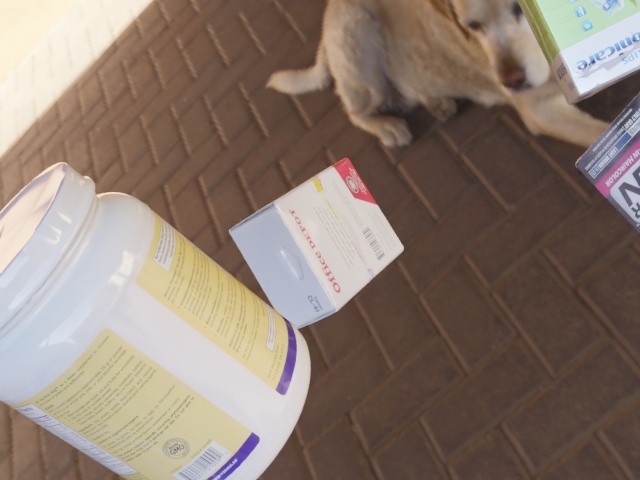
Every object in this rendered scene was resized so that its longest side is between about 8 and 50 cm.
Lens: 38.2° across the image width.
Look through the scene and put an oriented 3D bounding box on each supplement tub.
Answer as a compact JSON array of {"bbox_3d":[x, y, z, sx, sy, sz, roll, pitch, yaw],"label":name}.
[{"bbox_3d":[-0.198,0.102,0.955,0.241,0.331,0.241,-36,28,23],"label":"supplement tub"}]

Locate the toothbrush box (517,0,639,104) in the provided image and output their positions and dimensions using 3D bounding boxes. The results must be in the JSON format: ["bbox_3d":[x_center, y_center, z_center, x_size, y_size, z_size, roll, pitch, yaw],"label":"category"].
[{"bbox_3d":[0.313,-0.327,1.171,0.122,0.283,0.206,-25,-1,12],"label":"toothbrush box"}]

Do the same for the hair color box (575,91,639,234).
[{"bbox_3d":[0.533,-0.046,1.250,0.347,0.105,0.174,50,139,16],"label":"hair color box"}]

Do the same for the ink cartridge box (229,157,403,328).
[{"bbox_3d":[0.000,0.000,1.746,0.131,0.226,0.306,-29,4,36],"label":"ink cartridge box"}]
